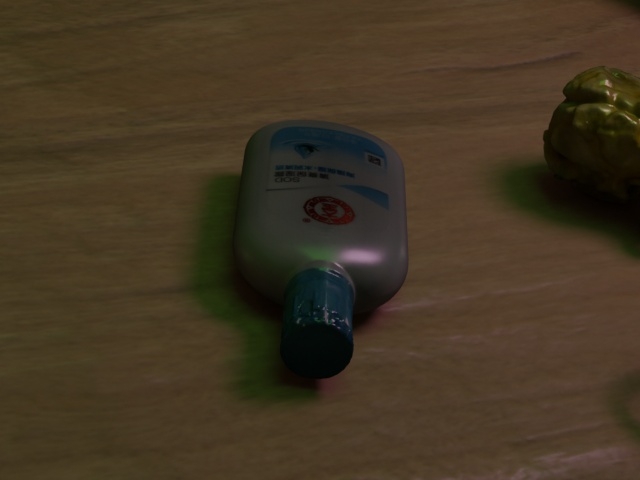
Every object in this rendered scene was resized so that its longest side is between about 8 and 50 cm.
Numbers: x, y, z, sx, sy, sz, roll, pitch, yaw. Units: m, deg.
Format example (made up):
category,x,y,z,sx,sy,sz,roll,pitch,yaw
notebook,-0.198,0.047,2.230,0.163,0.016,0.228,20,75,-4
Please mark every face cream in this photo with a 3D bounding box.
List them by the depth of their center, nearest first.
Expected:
category,x,y,z,sx,sy,sz,roll,pitch,yaw
face cream,0.000,0.000,1.293,0.163,0.080,0.336,10,33,-4

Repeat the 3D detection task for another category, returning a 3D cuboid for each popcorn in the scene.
category,x,y,z,sx,sy,sz,roll,pitch,yaw
popcorn,0.335,-0.101,1.475,0.168,0.173,0.195,41,2,-43
